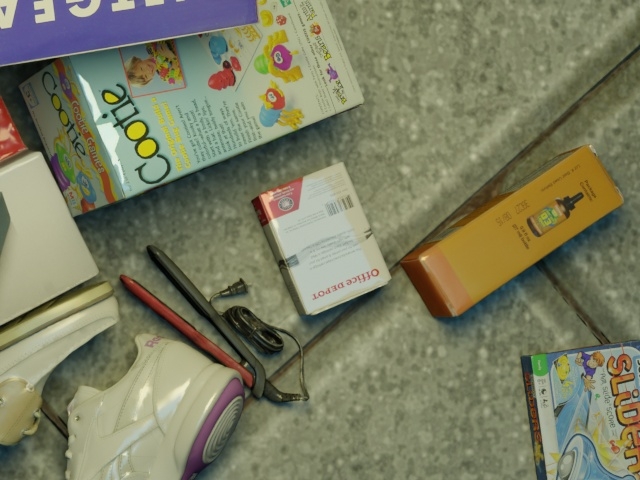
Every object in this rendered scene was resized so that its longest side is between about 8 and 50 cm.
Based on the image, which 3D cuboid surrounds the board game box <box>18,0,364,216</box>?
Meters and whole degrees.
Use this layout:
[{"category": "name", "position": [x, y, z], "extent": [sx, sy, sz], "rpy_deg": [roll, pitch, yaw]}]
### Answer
[{"category": "board game box", "position": [-0.123, -0.142, 1.326], "extent": [0.275, 0.142, 0.144], "rpy_deg": [-24, 96, -30]}]

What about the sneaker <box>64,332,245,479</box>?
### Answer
[{"category": "sneaker", "position": [-0.203, 0.233, 1.353], "extent": [0.152, 0.114, 0.305], "rpy_deg": [31, 83, 18]}]

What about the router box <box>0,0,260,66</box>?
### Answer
[{"category": "router box", "position": [-0.266, -0.225, 1.199], "extent": [0.335, 0.301, 0.082], "rpy_deg": [-14, 112, -26]}]

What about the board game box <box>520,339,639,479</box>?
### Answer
[{"category": "board game box", "position": [0.298, 0.215, 1.488], "extent": [0.136, 0.035, 0.201], "rpy_deg": [-7, 87, -13]}]

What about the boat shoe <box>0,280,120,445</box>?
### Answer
[{"category": "boat shoe", "position": [-0.314, 0.149, 1.321], "extent": [0.302, 0.113, 0.103], "rpy_deg": [-32, 94, -3]}]

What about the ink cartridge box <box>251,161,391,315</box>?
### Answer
[{"category": "ink cartridge box", "position": [0.000, 0.000, 1.426], "extent": [0.099, 0.056, 0.135], "rpy_deg": [-22, 90, -13]}]

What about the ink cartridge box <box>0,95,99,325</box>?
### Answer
[{"category": "ink cartridge box", "position": [-0.400, -0.017, 1.297], "extent": [0.296, 0.066, 0.261], "rpy_deg": [-29, 107, -16]}]

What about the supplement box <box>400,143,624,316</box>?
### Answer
[{"category": "supplement box", "position": [0.205, -0.010, 1.465], "extent": [0.233, 0.080, 0.078], "rpy_deg": [-32, 94, -12]}]

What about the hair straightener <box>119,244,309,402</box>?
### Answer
[{"category": "hair straightener", "position": [-0.092, 0.081, 1.403], "extent": [0.230, 0.047, 0.089], "rpy_deg": [41, 78, -7]}]
